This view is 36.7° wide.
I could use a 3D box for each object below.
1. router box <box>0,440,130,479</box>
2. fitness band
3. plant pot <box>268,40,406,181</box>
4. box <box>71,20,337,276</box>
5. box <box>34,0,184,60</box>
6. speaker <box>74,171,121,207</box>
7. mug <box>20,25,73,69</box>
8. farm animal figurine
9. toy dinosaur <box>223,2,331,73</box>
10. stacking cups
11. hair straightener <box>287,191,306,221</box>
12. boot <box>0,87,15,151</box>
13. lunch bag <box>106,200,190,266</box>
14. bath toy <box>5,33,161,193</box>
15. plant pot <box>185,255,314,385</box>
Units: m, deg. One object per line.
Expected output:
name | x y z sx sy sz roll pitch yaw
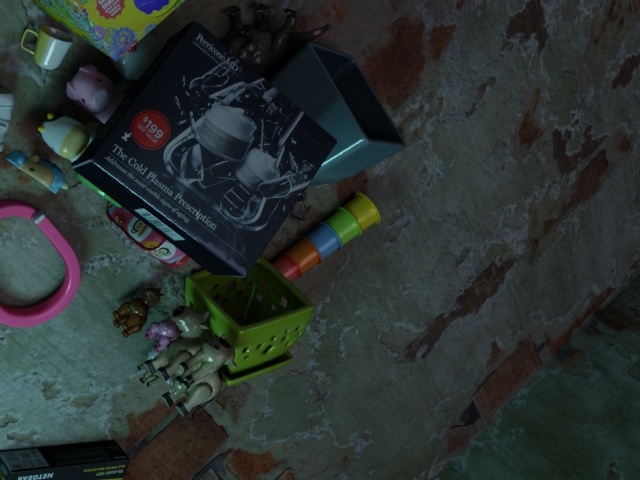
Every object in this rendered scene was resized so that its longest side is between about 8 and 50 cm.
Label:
router box | -0.619 0.593 2.222 0.308 0.081 0.243 4 114 -45
fitness band | -0.594 0.051 1.900 0.209 0.054 0.291 -41 136 -14
plant pot | -0.013 -0.241 2.075 0.252 0.247 0.248 -33 169 21
box | -0.207 -0.157 1.744 0.343 0.179 0.313 38 74 -20
box | -0.342 -0.493 1.595 0.290 0.279 0.177 -44 138 -11
speaker | -0.348 -0.214 1.885 0.297 0.131 0.131 -55 139 -5
mug | -0.491 -0.347 1.734 0.064 0.078 0.062 -61 172 22
farm animal figurine | -0.285 0.242 2.111 0.172 0.330 0.327 -35 135 -26
toy dinosaur | -0.124 -0.403 2.011 0.313 0.121 0.160 -29 145 -33
stacking cups | 0.000 0.000 2.402 0.316 0.096 0.096 -34 136 -18
hair straightener | -0.072 -0.123 2.276 0.089 0.047 0.230 -44 138 -11
boot | -0.646 -0.205 1.642 0.258 0.095 0.123 -1 110 -44
lunch bag | -0.276 -0.103 1.937 0.293 0.258 0.120 -53 139 0
bath toy | -0.432 -0.259 1.789 0.129 0.151 0.348 38 83 -27
plant pot | -0.180 0.197 2.268 0.228 0.227 0.207 -16 134 -37
